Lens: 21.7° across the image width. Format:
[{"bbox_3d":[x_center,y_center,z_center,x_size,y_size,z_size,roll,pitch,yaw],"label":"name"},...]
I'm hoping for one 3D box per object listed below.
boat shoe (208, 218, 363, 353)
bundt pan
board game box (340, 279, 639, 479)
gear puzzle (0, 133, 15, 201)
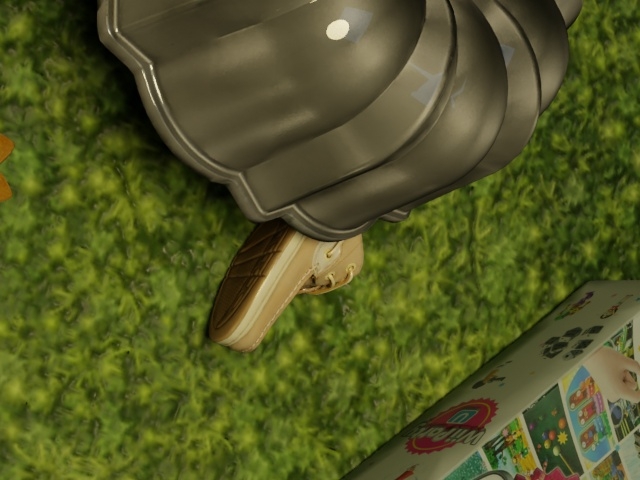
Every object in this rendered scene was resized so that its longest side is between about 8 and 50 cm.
[{"bbox_3d":[0.000,0.000,0.944,0.059,0.063,0.170,41,66,-19],"label":"boat shoe"},{"bbox_3d":[0.027,-0.170,0.874,0.331,0.124,0.331,17,67,-47],"label":"bundt pan"},{"bbox_3d":[0.136,0.194,1.008,0.303,0.097,0.224,-35,107,-29],"label":"board game box"},{"bbox_3d":[-0.298,-0.038,0.764,0.339,0.044,0.175,-7,88,-37],"label":"gear puzzle"}]
